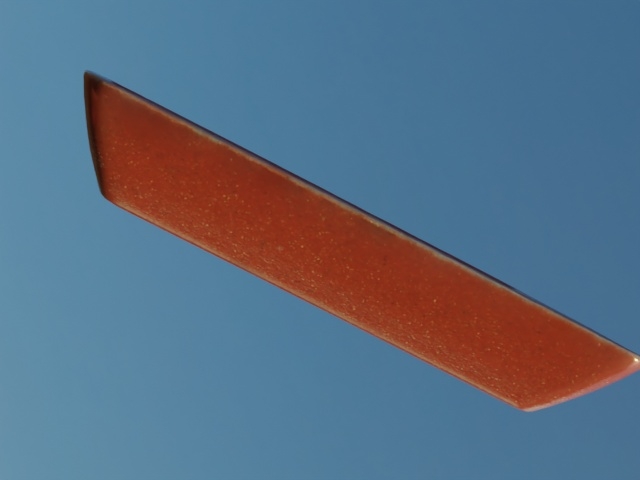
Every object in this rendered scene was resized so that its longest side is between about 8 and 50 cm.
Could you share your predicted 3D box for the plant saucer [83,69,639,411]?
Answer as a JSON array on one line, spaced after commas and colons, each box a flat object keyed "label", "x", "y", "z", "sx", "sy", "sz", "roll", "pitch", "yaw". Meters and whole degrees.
[{"label": "plant saucer", "x": 0.000, "y": 0.000, "z": 0.769, "sx": 0.048, "sy": 0.259, "sz": 0.258, "roll": -63, "pitch": -172, "yaw": 2}]
